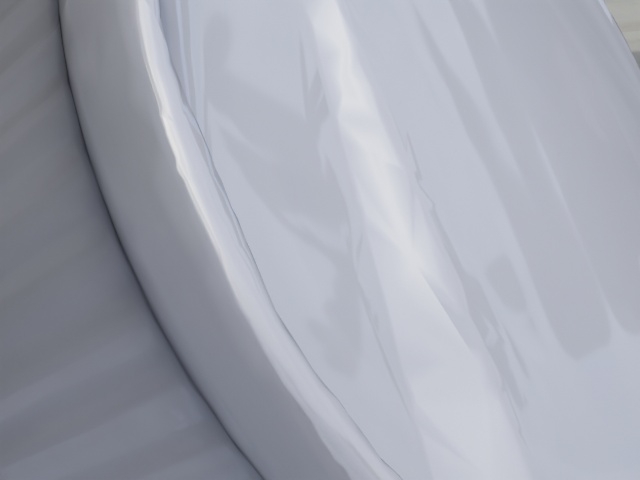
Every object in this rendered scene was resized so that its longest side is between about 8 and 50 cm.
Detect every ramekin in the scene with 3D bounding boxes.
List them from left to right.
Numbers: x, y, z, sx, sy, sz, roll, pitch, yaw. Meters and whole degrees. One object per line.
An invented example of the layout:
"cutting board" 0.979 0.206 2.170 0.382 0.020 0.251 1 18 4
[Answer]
"ramekin" 0.000 0.000 0.470 0.273 0.127 0.273 35 41 -37

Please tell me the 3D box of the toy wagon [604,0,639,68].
"toy wagon" 0.174 0.024 0.696 0.267 0.344 0.068 -41 -148 41
